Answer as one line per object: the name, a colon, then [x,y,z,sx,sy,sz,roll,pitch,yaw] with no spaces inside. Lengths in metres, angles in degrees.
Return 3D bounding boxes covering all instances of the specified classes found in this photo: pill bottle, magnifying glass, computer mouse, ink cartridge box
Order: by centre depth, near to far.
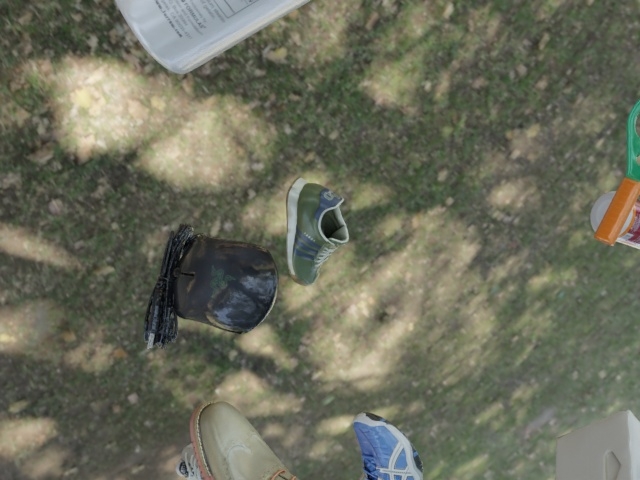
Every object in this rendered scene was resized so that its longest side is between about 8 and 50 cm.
pill bottle: [-0.067,-0.261,0.788,0.229,0.131,0.131,-27,143,13]
ink cartridge box: [0.412,0.378,1.079,0.114,0.197,0.273,-32,109,31]
computer mouse: [-0.161,0.059,1.152,0.072,0.272,0.189,19,77,-38]
magnifying glass: [0.436,-0.101,1.178,0.231,0.092,0.026,-62,154,-3]
pill bottle: [0.565,-0.032,1.562,0.152,0.086,0.086,14,117,-34]

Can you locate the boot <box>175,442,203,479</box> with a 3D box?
boot: [-0.205,0.423,1.578,0.123,0.095,0.258,-5,178,7]

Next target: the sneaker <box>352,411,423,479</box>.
sneaker: [0.097,0.336,1.192,0.081,0.211,0.080,-28,-178,-32]

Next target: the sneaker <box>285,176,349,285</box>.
sneaker: [0.000,0.000,1.285,0.064,0.086,0.192,-49,147,-43]

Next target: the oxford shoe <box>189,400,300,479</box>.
oxford shoe: [-0.049,0.398,1.334,0.146,0.397,0.140,-40,175,34]

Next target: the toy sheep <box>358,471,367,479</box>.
toy sheep: [0.113,0.467,1.635,0.091,0.132,0.091,6,81,-38]
